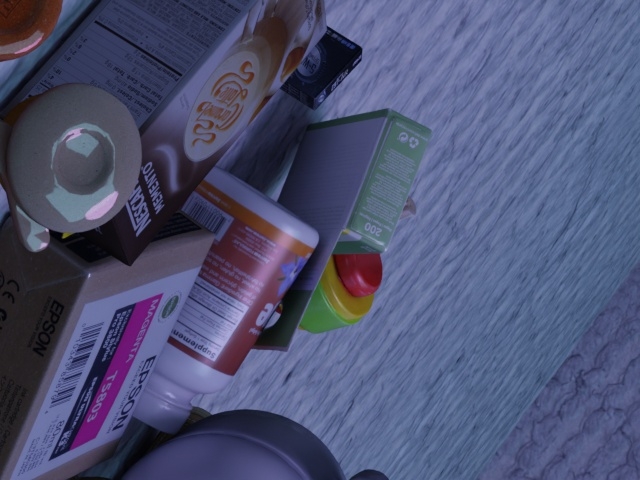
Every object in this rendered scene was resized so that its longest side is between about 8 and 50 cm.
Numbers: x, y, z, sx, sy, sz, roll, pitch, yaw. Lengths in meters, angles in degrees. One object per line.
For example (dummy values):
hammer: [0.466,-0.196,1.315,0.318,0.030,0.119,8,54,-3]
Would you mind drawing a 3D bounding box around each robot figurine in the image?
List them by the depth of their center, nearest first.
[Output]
robot figurine: [-0.082,0.259,1.743,0.300,0.199,0.353,-19,180,7]

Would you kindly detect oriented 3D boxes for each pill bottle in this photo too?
pill bottle: [-0.105,0.053,1.701,0.216,0.121,0.121,-57,162,2]

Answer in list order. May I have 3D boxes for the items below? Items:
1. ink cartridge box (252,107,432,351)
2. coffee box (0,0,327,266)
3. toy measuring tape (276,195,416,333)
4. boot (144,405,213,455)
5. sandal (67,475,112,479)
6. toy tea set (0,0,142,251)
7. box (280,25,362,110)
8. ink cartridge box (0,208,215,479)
ink cartridge box: [0.000,0.000,1.778,0.171,0.056,0.235,-3,-117,64]
coffee box: [-0.108,-0.122,1.426,0.246,0.098,0.141,-51,161,-17]
toy measuring tape: [0.028,0.026,2.005,0.121,0.121,0.330,-63,161,18]
boot: [-0.199,0.289,1.916,0.262,0.095,0.203,-60,161,18]
sandal: [-0.247,0.215,1.724,0.240,0.088,0.079,-19,108,-73]
toy tea set: [-0.269,-0.063,1.091,0.336,0.124,0.200,-23,111,-31]
box: [-0.018,-0.154,1.636,0.067,0.083,0.018,-48,161,-25]
ink cartridge box: [-0.202,0.083,1.552,0.193,0.088,0.234,-20,139,-61]
